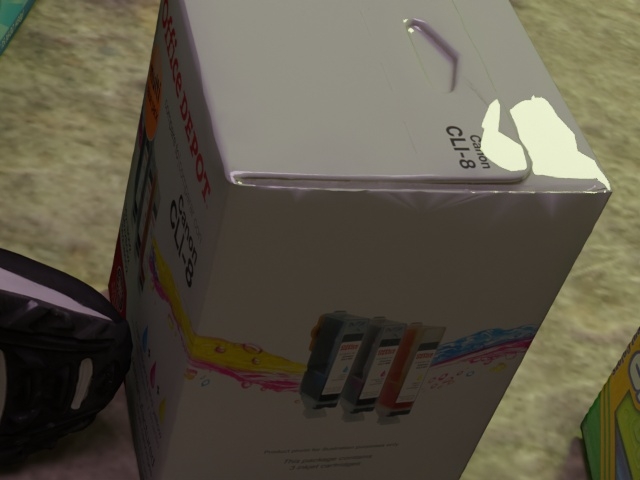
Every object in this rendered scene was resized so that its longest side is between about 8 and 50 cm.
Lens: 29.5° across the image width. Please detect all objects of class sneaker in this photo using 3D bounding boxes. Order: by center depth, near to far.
[{"bbox_3d":[-0.200,0.009,0.430,0.271,0.100,0.108,11,37,-8],"label":"sneaker"}]

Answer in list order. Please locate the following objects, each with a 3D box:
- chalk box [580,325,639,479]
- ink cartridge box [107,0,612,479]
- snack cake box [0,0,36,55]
[{"bbox_3d":[0.192,0.117,0.425,0.132,0.132,0.213,8,43,-11],"label":"chalk box"},{"bbox_3d":[0.000,0.000,0.448,0.127,0.176,0.128,1,44,-19],"label":"ink cartridge box"},{"bbox_3d":[-0.190,-0.145,0.554,0.089,0.152,0.264,16,42,-2],"label":"snack cake box"}]
